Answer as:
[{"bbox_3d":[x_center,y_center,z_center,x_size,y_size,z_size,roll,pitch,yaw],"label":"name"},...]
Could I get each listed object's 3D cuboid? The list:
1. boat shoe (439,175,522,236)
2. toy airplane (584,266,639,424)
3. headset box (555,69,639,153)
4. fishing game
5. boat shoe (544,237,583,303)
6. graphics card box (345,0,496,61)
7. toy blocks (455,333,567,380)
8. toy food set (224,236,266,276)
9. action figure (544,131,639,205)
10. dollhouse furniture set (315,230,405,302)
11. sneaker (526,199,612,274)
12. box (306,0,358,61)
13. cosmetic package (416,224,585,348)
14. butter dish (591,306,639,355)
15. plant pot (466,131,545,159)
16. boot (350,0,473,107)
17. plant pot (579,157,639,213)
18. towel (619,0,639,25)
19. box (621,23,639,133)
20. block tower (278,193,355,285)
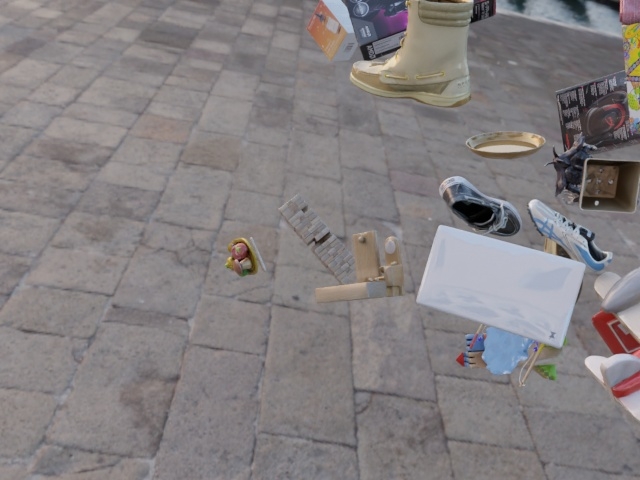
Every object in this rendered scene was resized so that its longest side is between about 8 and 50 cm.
[{"bbox_3d":[0.453,-0.068,1.626,0.306,0.113,0.105,31,32,-34],"label":"boat shoe"},{"bbox_3d":[0.739,0.201,1.209,0.385,0.273,0.384,12,38,29],"label":"toy airplane"},{"bbox_3d":[0.909,-0.396,1.857,0.293,0.218,0.110,-12,-9,41],"label":"headset box"},{"bbox_3d":[0.476,0.250,1.495,0.041,0.189,0.264,25,1,-17],"label":"fishing game"},{"bbox_3d":[0.734,0.086,1.834,0.109,0.303,0.098,-7,18,-7],"label":"boat shoe"},{"bbox_3d":[0.255,-0.654,1.597,0.370,0.094,0.233,-17,73,11],"label":"graphics card box"},{"bbox_3d":[0.549,0.327,1.783,0.260,0.191,0.381,-5,-11,5],"label":"toy blocks"},{"bbox_3d":[-0.262,0.061,1.917,0.071,0.128,0.217,-23,5,-27],"label":"toy food set"},{"bbox_3d":[0.652,-0.159,1.456,0.275,0.164,0.141,20,3,-10],"label":"action figure"},{"bbox_3d":[0.069,0.039,1.025,0.144,0.123,0.151,-11,-9,43],"label":"dollhouse furniture set"},{"bbox_3d":[0.590,-0.019,1.415,0.237,0.086,0.085,42,41,-1],"label":"sneaker"},{"bbox_3d":[0.051,-0.726,2.056,0.091,0.130,0.171,-19,67,-38],"label":"box"},{"bbox_3d":[0.299,0.074,1.001,0.223,0.138,0.224,17,2,17],"label":"cosmetic package"},{"bbox_3d":[0.750,0.182,1.438,0.160,0.160,0.118,50,25,-17],"label":"butter dish"},{"bbox_3d":[0.574,-0.295,1.855,0.236,0.033,0.236,-6,25,3],"label":"plant pot"},{"bbox_3d":[0.167,-0.375,1.138,0.261,0.204,0.095,22,46,34],"label":"boot"},{"bbox_3d":[0.607,-0.122,1.271,0.108,0.109,0.096,5,13,11],"label":"plant pot"},{"bbox_3d":[0.645,-0.461,0.921,0.328,0.237,0.037,0,-18,26],"label":"towel"},{"bbox_3d":[0.919,-0.410,1.441,0.289,0.280,0.177,-1,-4,-19],"label":"box"},{"bbox_3d":[0.000,0.000,2.039,0.097,0.091,0.335,-39,83,-7],"label":"block tower"}]
